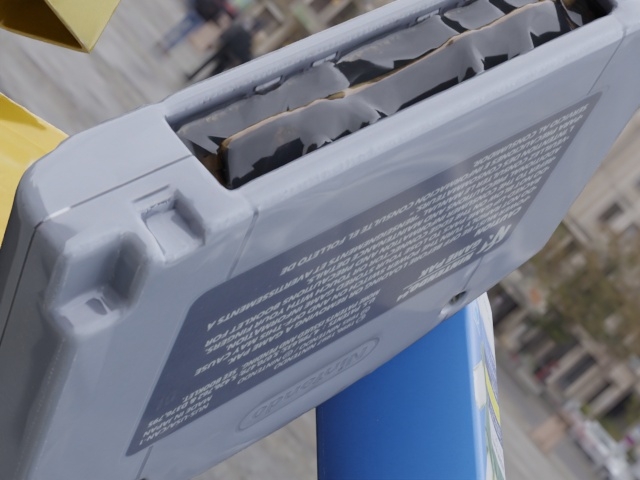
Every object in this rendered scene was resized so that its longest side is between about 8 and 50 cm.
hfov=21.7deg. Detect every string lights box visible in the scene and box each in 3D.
[{"bbox_3d":[0.045,0.130,0.772,0.133,0.076,0.260,64,21,-62],"label":"string lights box"}]

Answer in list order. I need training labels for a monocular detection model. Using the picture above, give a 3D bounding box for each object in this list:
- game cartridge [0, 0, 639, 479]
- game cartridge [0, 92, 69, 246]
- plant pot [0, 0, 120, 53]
[{"bbox_3d":[0.000,0.000,0.605,0.062,0.297,0.198,51,-38,15],"label":"game cartridge"},{"bbox_3d":[-0.274,0.013,0.802,0.285,0.324,0.053,32,-38,-8],"label":"game cartridge"},{"bbox_3d":[-0.146,-0.164,0.903,0.081,0.083,0.081,18,-24,39],"label":"plant pot"}]
